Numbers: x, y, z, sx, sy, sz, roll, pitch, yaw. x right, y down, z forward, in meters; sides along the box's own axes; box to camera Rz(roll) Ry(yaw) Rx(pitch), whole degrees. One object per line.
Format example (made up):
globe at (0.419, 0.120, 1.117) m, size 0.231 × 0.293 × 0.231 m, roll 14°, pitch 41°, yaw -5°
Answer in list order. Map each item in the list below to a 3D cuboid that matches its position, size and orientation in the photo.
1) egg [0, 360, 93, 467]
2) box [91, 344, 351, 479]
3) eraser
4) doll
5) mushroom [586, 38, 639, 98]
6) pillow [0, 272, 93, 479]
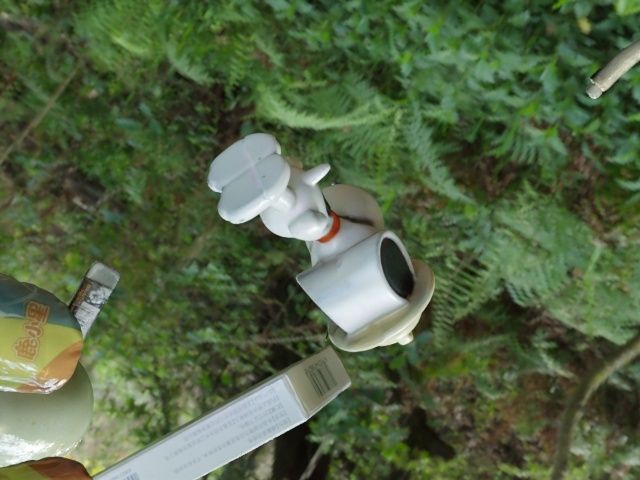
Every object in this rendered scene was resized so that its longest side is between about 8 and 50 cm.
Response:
egg at (-0.426, 0.234, 1.294) m, size 0.188 × 0.188 × 0.254 m, roll 30°, pitch -172°, yaw 12°
box at (-0.139, 0.252, 1.177) m, size 0.065 × 0.343 × 0.200 m, roll 61°, pitch -164°, yaw 5°
eraser at (-0.194, 0.063, 0.735) m, size 0.027 × 0.099 × 0.019 m, roll 30°, pitch 174°, yaw -17°
doll at (0.002, 0.013, 0.953) m, size 0.208 × 0.144 × 0.271 m, roll 63°, pitch -162°, yaw 20°
mushroom at (0.445, -0.253, 1.251) m, size 0.061 × 0.187 × 0.060 m, roll 43°, pitch -157°, yaw -33°
pillow at (-0.265, 0.129, 0.638) m, size 0.214 × 0.233 × 0.086 m, roll -6°, pitch 170°, yaw -13°
